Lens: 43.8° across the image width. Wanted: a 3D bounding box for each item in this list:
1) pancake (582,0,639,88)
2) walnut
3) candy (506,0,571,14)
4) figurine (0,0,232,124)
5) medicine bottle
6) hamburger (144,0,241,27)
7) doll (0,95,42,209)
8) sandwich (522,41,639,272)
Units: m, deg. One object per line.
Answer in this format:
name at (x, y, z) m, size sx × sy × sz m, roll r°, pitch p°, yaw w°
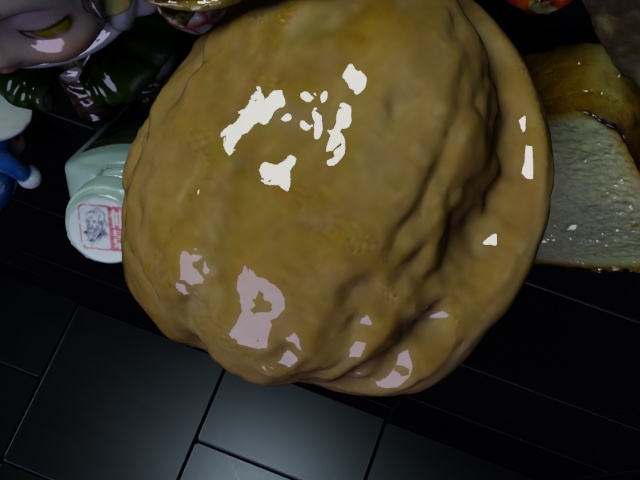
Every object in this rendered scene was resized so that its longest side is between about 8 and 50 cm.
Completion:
pancake at (0.268, -0.107, 0.364) m, size 0.294 × 0.049 × 0.294 m, roll 16°, pitch 162°, yaw 6°
walnut at (0.011, -0.039, 0.461) m, size 0.257 × 0.257 × 0.224 m, roll 14°, pitch 176°, yaw 23°
candy at (0.059, -0.174, 0.438) m, size 0.185 × 0.049 × 0.055 m, roll 25°, pitch 132°, yaw 16°
figurine at (-0.185, -0.175, 0.524) m, size 0.281 × 0.167 × 0.370 m, roll 1°, pitch 168°, yaw 6°
medicine bottle at (-0.153, -0.059, 0.702) m, size 0.121 × 0.229 × 0.083 m, roll 2°, pitch 118°, yaw 6°
hamburger at (-0.041, -0.198, 0.315) m, size 0.215 × 0.122 × 0.189 m, roll -25°, pitch 140°, yaw 33°
doll at (-0.451, -0.129, 0.999) m, size 0.215 × 0.161 × 0.257 m, roll 40°, pitch 141°, yaw -13°
sandwich at (0.184, -0.051, 0.593) m, size 0.215 × 0.065 × 0.186 m, roll 35°, pitch 157°, yaw -33°
